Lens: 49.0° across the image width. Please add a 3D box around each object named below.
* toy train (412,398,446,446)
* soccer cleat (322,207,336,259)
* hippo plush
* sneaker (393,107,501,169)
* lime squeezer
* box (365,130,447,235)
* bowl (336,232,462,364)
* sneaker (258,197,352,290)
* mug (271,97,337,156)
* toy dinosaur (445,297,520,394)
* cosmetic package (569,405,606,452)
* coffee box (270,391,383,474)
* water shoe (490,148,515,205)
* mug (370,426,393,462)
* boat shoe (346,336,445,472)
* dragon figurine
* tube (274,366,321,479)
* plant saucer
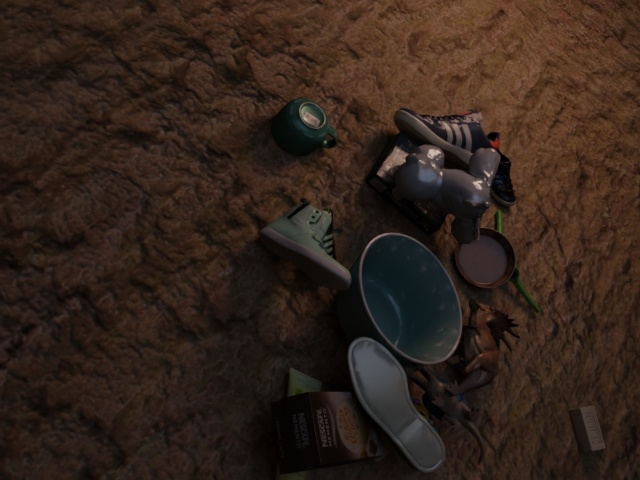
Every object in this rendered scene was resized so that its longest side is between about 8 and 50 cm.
[{"bbox_3d":[0.208,0.436,1.602,0.166,0.046,0.125,48,54,0],"label":"toy train"},{"bbox_3d":[0.007,0.009,1.664,0.072,0.060,0.179,26,64,-30],"label":"soccer cleat"},{"bbox_3d":[0.300,-0.115,1.764,0.236,0.234,0.294,17,42,10],"label":"hippo plush"},{"bbox_3d":[0.359,-0.314,1.944,0.350,0.131,0.148,23,94,-31],"label":"sneaker"},{"bbox_3d":[0.524,0.062,1.964,0.110,0.059,0.310,10,58,-61],"label":"lime squeezer"},{"bbox_3d":[0.254,-0.154,1.878,0.233,0.059,0.183,40,57,-11],"label":"box"},{"bbox_3d":[0.159,0.156,1.604,0.311,0.163,0.311,21,53,-31],"label":"bowl"},{"bbox_3d":[0.000,-0.001,1.559,0.256,0.094,0.151,32,62,29],"label":"sneaker"},{"bbox_3d":[-0.032,-0.288,1.741,0.158,0.097,0.129,-16,78,-35],"label":"mug"},{"bbox_3d":[0.403,0.270,1.750,0.200,0.127,0.295,24,64,-29],"label":"toy dinosaur"},{"bbox_3d":[0.715,0.505,1.879,0.060,0.041,0.115,4,68,-31],"label":"cosmetic package"},{"bbox_3d":[0.017,0.383,1.414,0.246,0.098,0.141,17,57,-55],"label":"coffee box"},{"bbox_3d":[0.522,-0.198,2.048,0.073,0.080,0.203,-22,81,-36],"label":"water shoe"},{"bbox_3d":[0.122,0.444,1.533,0.064,0.062,0.078,-43,125,-28],"label":"mug"},{"bbox_3d":[0.143,0.346,1.484,0.116,0.099,0.319,-35,94,-18],"label":"boat shoe"},{"bbox_3d":[0.293,0.376,1.633,0.085,0.144,0.289,-42,102,-6],"label":"dragon figurine"},{"bbox_3d":[-0.047,0.389,1.459,0.062,0.070,0.240,3,56,9],"label":"tube"},{"bbox_3d":[0.440,0.049,1.892,0.168,0.029,0.168,2,74,-7],"label":"plant saucer"}]
